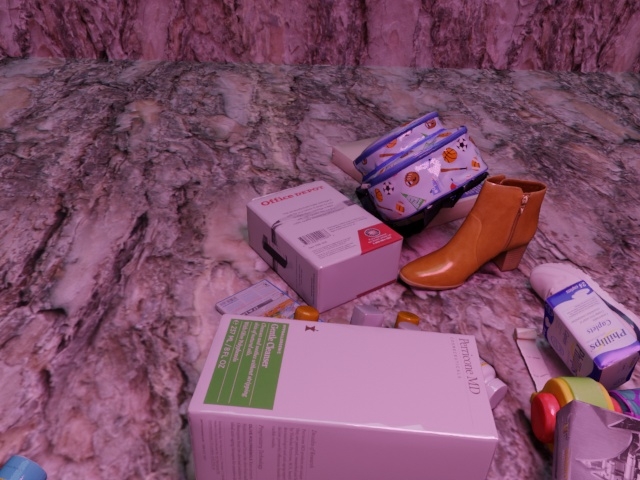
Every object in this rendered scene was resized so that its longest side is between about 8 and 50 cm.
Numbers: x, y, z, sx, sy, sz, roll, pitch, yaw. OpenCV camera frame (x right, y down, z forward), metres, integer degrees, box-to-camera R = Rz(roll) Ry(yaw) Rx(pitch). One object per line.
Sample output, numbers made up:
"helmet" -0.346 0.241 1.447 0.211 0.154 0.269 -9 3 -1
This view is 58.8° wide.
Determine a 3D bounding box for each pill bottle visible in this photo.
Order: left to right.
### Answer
"pill bottle" 0.232 0.210 0.894 0.065 0.065 0.116 -20 40 -31

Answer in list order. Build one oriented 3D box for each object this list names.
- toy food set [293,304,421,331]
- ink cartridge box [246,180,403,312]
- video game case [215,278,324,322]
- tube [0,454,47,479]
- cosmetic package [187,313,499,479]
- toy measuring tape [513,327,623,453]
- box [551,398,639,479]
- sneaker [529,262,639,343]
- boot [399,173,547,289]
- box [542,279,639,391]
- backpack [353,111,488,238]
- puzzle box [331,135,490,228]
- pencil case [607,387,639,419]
"toy food set" 0.067 0.176 0.935 0.233 0.104 0.111 6 15 -30
"ink cartridge box" 0.000 0.000 1.149 0.197 0.114 0.273 -19 40 -29
"video game case" -0.093 0.135 1.026 0.119 0.015 0.166 -25 42 -37
"tube" -0.402 0.350 0.649 0.080 0.052 0.207 3 37 20
"cosmetic package" 0.029 0.228 0.770 0.366 0.155 0.196 3 31 2
"toy measuring tape" 0.362 0.215 0.854 0.122 0.121 0.330 3 33 0
"box" 0.363 0.322 0.652 0.183 0.056 0.230 18 55 5
"sneaker" 0.463 0.123 1.035 0.095 0.090 0.235 -23 39 -20
"boot" 0.299 -0.023 1.123 0.296 0.211 0.104 -9 35 -18
"box" 0.423 0.157 0.899 0.072 0.126 0.137 -27 51 -1
"backpack" 0.206 -0.142 1.167 0.277 0.213 0.263 -36 11 -8
"puzzle box" 0.247 -0.174 1.494 0.272 0.052 0.409 -15 38 -26
"pencil case" 0.512 0.254 0.852 0.152 0.064 0.070 -1 18 -6
